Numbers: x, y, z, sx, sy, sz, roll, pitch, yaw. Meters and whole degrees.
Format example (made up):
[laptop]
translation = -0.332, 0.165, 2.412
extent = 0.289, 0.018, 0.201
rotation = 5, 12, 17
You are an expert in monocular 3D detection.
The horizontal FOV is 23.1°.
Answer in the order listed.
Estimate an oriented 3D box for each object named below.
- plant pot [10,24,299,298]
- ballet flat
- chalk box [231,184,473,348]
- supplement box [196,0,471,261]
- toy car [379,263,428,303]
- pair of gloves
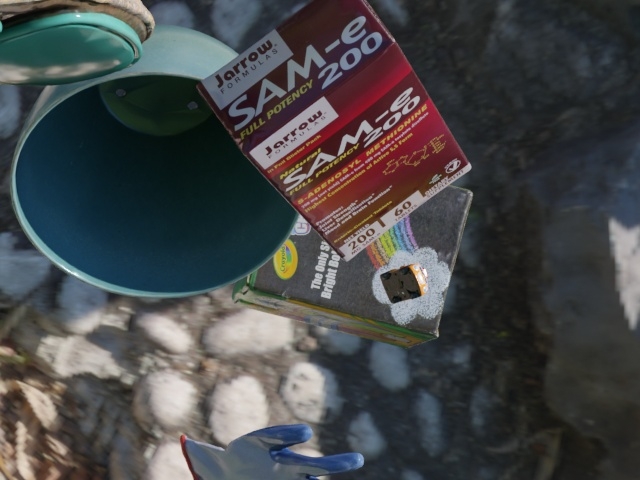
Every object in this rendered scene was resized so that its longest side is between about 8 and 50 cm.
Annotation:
[plant pot]
translation = -0.166, -0.111, 1.622
extent = 0.290, 0.195, 0.290
rotation = -2, 132, -2
[ballet flat]
translation = -0.157, -0.130, 0.697
extent = 0.107, 0.316, 0.106
rotation = -11, 91, 13
[chalk box]
translation = 0.000, 0.000, 1.792
extent = 0.289, 0.179, 0.180
rotation = 16, 80, -6
[supplement box]
translation = 0.017, -0.081, 1.146
extent = 0.130, 0.239, 0.073
rotation = -37, 64, 4
[toy car]
translation = 0.071, 0.009, 1.595
extent = 0.040, 0.060, 0.122
rotation = -24, 76, -35
[pair of gloves]
translation = -0.017, 0.211, 1.127
extent = 0.023, 0.159, 0.198
rotation = -46, 128, -45
